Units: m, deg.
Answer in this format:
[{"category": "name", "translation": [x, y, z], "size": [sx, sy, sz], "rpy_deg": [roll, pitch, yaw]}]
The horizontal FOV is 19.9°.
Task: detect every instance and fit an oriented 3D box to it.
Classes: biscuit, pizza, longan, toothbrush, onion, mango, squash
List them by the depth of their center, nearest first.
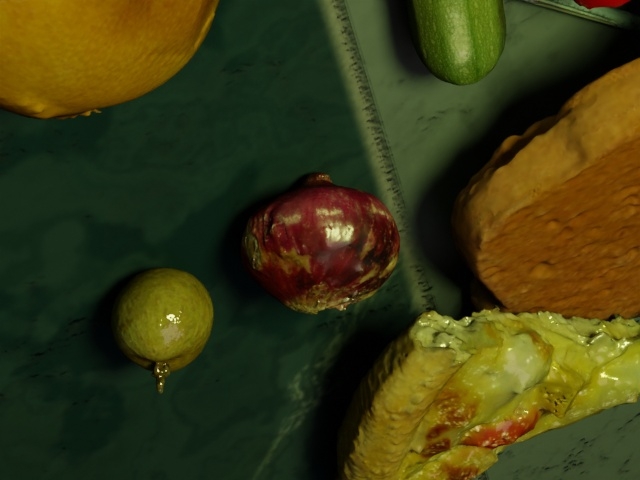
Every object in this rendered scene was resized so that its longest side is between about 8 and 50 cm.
[{"category": "mango", "translation": [-0.137, -0.147, 0.956], "size": [0.166, 0.136, 0.236], "rpy_deg": [-58, 149, 4]}, {"category": "squash", "translation": [0.075, -0.187, 1.123], "size": [0.066, 0.066, 0.229], "rpy_deg": [-28, 138, -11]}, {"category": "longan", "translation": [-0.104, 0.059, 1.205], "size": [0.075, 0.083, 0.075], "rpy_deg": [-1, 160, 0]}, {"category": "onion", "translation": [0.000, 0.000, 1.223], "size": [0.107, 0.097, 0.107], "rpy_deg": [-6, 154, -3]}, {"category": "toothbrush", "translation": [0.213, -0.158, 1.284], "size": [0.219, 0.016, 0.019], "rpy_deg": [8, 120, -39]}, {"category": "biscuit", "translation": [0.286, -0.062, 1.289], "size": [0.455, 0.078, 0.350], "rpy_deg": [-37, 146, 31]}, {"category": "pizza", "translation": [0.152, 0.112, 1.374], "size": [0.288, 0.075, 0.280], "rpy_deg": [-16, 152, -13]}]

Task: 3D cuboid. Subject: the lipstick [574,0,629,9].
[{"category": "lipstick", "translation": [0.147, -0.262, 1.101], "size": [0.073, 0.073, 0.279], "rpy_deg": [-32, 136, -8]}]
